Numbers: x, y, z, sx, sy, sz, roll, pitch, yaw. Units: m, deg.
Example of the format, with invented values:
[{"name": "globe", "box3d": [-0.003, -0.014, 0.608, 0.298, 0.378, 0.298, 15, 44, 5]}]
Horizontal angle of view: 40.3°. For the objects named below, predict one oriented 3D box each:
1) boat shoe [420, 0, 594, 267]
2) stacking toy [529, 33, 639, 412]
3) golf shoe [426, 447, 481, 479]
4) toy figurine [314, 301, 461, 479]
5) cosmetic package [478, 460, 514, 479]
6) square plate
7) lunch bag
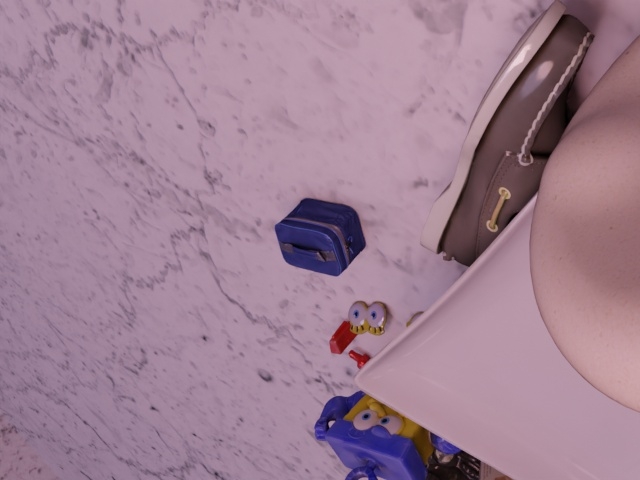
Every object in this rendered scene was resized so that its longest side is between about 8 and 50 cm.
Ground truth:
[{"name": "boat shoe", "box3d": [0.167, -0.068, 0.730, 0.091, 0.109, 0.305, 34, 149, 13]}, {"name": "stacking toy", "box3d": [0.393, 0.056, 0.519, 0.480, 0.350, 0.350, 40, 148, -22]}, {"name": "golf shoe", "box3d": [0.242, 0.346, 1.101, 0.273, 0.105, 0.120, 32, 165, 18]}, {"name": "toy figurine", "box3d": [0.121, 0.226, 0.973, 0.362, 0.217, 0.191, 10, 132, 39]}, {"name": "cosmetic package", "box3d": [0.244, 0.297, 1.024, 0.115, 0.060, 0.041, 4, 135, 8]}, {"name": "square plate", "box3d": [0.256, 0.113, 0.769, 0.344, 0.049, 0.347, 31, 131, -8]}, {"name": "lunch bag", "box3d": [0.000, 0.000, 0.993, 0.098, 0.065, 0.067, 12, 133, 38]}]
